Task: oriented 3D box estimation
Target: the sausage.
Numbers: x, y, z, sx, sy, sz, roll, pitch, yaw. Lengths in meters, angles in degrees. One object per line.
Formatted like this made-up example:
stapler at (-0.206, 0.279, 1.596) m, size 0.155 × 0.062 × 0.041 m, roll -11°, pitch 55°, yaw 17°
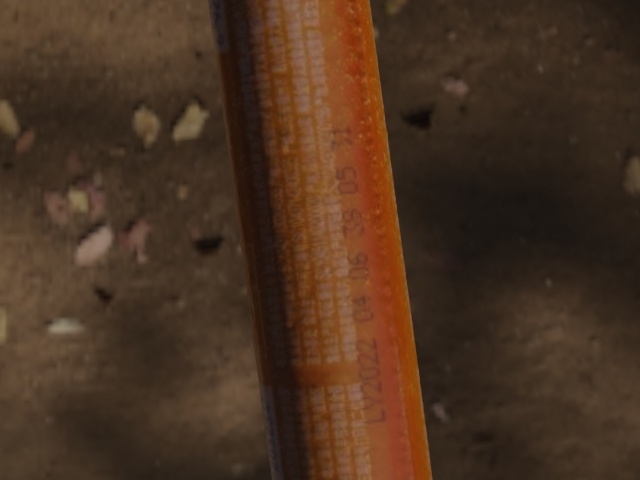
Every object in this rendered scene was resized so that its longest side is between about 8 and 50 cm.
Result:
sausage at (0.000, 0.000, 0.631) m, size 0.053 × 0.053 × 0.347 m, roll -8°, pitch 94°, yaw -2°
